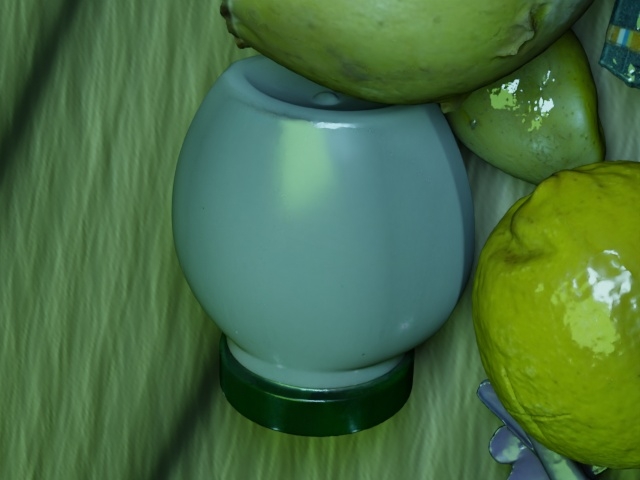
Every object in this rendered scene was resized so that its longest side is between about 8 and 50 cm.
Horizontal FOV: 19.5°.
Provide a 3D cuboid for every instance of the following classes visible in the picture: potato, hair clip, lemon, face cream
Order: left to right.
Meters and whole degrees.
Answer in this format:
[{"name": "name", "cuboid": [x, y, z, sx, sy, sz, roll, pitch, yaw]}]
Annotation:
[{"name": "face cream", "cuboid": [0.000, 0.000, 1.898, 0.312, 0.219, 0.357, 11, 121, 15]}, {"name": "potato", "cuboid": [0.138, -0.321, 1.683, 0.319, 0.385, 0.442, 24, 90, 20]}, {"name": "potato", "cuboid": [0.206, -0.135, 1.847, 0.157, 0.157, 0.194, -35, 96, 31]}, {"name": "hair clip", "cuboid": [0.257, 0.256, 1.927, 0.137, 0.090, 0.278, -32, 81, 21]}, {"name": "lemon", "cuboid": [0.282, 0.072, 1.754, 0.297, 0.297, 0.297, 7, 104, 29]}]

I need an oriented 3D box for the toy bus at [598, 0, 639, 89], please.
[{"name": "toy bus", "cuboid": [0.373, -0.258, 1.716, 0.167, 0.138, 0.275, 22, 110, 26]}]
